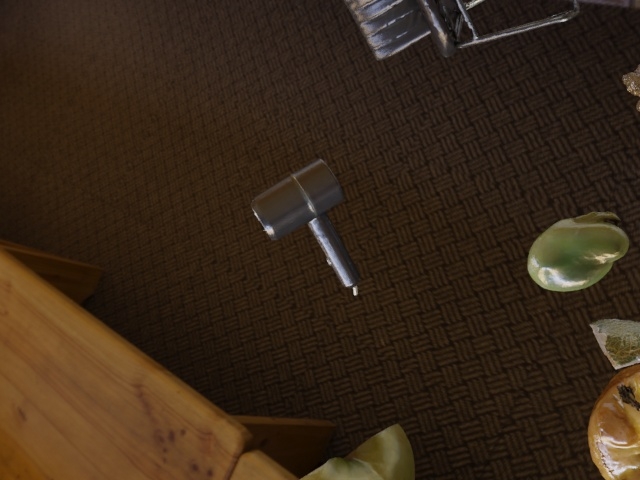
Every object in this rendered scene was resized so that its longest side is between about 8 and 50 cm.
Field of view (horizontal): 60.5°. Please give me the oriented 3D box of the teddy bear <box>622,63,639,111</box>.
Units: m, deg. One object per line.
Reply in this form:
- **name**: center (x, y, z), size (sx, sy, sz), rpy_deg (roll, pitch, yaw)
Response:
- **teddy bear**: center (0.854, -0.354, 1.305), size (0.251, 0.181, 0.129), rpy_deg (48, 144, 29)

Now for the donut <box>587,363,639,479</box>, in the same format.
- **donut**: center (0.655, 0.367, 0.990), size (0.299, 0.150, 0.317), rpy_deg (-36, 83, 19)

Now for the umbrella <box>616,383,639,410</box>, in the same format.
- **umbrella**: center (0.519, 0.265, 0.921), size (0.020, 0.083, 0.031), rpy_deg (-24, 40, 32)

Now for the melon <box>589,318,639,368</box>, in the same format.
- **melon**: center (0.703, 0.251, 1.245), size (0.202, 0.139, 0.093), rpy_deg (5, 115, 44)

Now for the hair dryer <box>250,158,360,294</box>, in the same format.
- **hair dryer**: center (0.000, 0.000, 0.814), size (0.124, 0.219, 0.071), rpy_deg (-33, 23, -3)

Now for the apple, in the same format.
- **apple**: center (0.030, 0.557, 1.230), size (0.320, 0.360, 0.312), rpy_deg (22, 45, -6)

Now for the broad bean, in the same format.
- **broad bean**: center (0.585, 0.024, 1.255), size (0.169, 0.100, 0.228), rpy_deg (37, 107, -1)

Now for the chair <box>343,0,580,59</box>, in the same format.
- **chair**: center (0.105, -0.248, 0.522), size (0.221, 0.140, 0.145), rpy_deg (-18, 34, 33)
